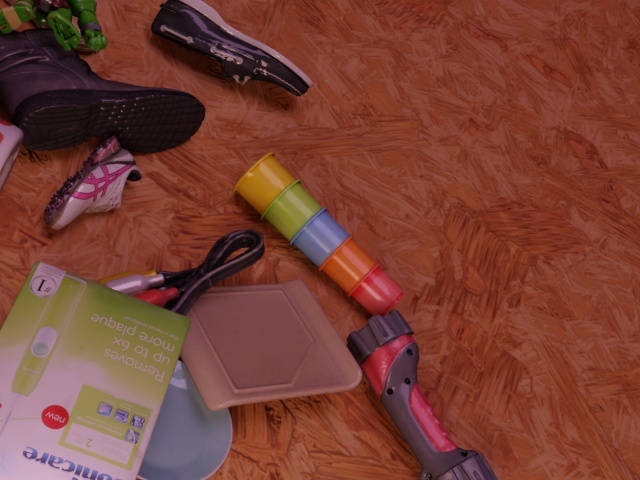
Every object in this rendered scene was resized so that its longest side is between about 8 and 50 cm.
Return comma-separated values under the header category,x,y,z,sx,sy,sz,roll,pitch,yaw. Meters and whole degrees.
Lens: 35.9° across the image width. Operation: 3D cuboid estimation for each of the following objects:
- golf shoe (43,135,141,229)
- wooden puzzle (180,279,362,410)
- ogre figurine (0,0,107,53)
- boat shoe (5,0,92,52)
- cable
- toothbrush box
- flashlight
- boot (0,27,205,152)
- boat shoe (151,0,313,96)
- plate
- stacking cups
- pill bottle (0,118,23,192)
category,x,y,z,sx,sy,sz,roll,pitch,yaw
golf shoe,-0.325,-0.071,1.433,0.086,0.067,0.186,49,47,-17
wooden puzzle,-0.089,0.146,1.399,0.238,0.044,0.221,-5,42,-32
ogre figurine,-0.416,-0.360,1.509,0.197,0.097,0.118,6,42,-3
boat shoe,-0.442,-0.386,1.628,0.190,0.072,0.068,34,42,-5
cable,-0.184,0.049,1.360,0.287,0.072,0.139,-29,33,-27
toothbrush box,-0.296,0.193,1.157,0.206,0.122,0.283,22,48,-7
flashlight,0.153,0.250,1.453,0.103,0.103,0.304,-12,60,-44
boot,-0.357,-0.250,1.546,0.338,0.118,0.223,-2,44,-45
boat shoe,-0.157,-0.331,1.767,0.302,0.091,0.114,31,-2,-6
plate,-0.203,0.235,1.279,0.188,0.024,0.188,18,45,-19
stacking cups,0.000,0.000,1.591,0.316,0.096,0.096,45,42,1
pill bottle,-0.545,-0.132,1.268,0.283,0.161,0.161,26,43,-12
